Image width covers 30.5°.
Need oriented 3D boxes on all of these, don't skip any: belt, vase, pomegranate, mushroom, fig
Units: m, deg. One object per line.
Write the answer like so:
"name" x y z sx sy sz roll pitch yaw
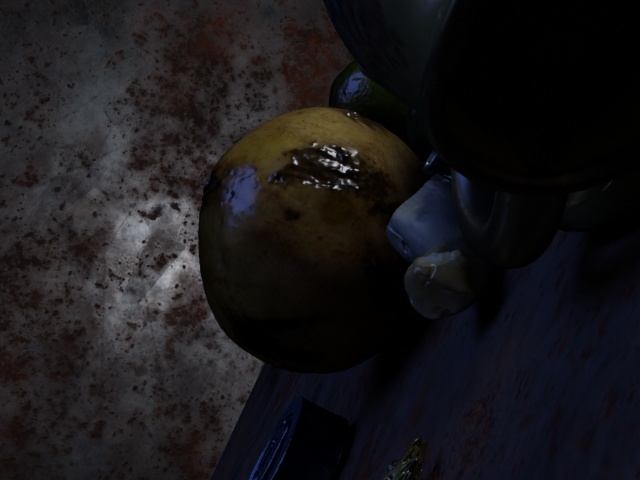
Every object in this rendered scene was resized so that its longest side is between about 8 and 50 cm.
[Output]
"belt" -0.036 0.287 1.411 0.190 0.082 0.141 -62 7 3
"vase" 0.124 -0.126 0.757 0.302 0.240 0.329 -103 9 -50
"pomegranate" 0.000 0.000 1.378 0.322 0.322 0.322 -63 4 9
"mushroom" 0.121 0.008 1.141 0.278 0.096 0.099 -91 26 -72
"fig" 0.130 -0.210 1.816 0.245 0.195 0.195 8 69 55

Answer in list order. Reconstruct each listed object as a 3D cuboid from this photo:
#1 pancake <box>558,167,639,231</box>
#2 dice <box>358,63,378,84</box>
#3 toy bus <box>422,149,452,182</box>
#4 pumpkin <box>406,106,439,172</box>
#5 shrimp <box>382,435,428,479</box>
"pancake" 0.241 -0.137 0.855 0.294 0.049 0.294 -157 90 -85
"dice" 0.169 -0.272 1.561 0.193 0.191 0.194 -62 6 1
"toy bus" 0.172 -0.093 1.101 0.108 0.096 0.199 -60 6 -5
"pumpkin" 0.166 -0.160 1.375 0.167 0.125 0.167 -52 10 13
"shrimp" 0.056 0.237 0.924 0.101 0.042 0.190 -28 29 45
